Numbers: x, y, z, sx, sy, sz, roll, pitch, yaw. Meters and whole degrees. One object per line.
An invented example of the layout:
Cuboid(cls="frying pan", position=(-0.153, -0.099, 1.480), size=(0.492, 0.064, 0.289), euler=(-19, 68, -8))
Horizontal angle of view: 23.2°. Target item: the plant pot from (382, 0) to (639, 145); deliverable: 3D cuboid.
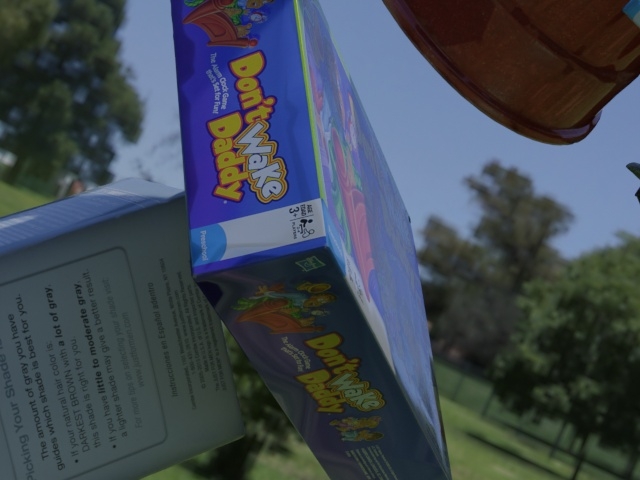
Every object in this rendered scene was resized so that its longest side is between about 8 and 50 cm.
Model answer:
Cuboid(cls="plant pot", position=(0.206, -0.252, 1.116), size=(0.272, 0.272, 0.265), euler=(30, -49, -29))

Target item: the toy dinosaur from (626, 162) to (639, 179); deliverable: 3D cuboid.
Cuboid(cls="toy dinosaur", position=(0.305, -0.070, 0.780), size=(0.314, 0.121, 0.160), euler=(6, -26, -13))

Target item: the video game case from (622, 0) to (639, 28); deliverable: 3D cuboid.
Cuboid(cls="video game case", position=(0.258, -0.085, 0.966), size=(0.166, 0.015, 0.119), euler=(47, 17, 12))

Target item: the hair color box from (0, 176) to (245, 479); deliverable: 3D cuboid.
Cuboid(cls="hair color box", position=(-0.250, 0.100, 1.030), size=(0.374, 0.185, 0.114), euler=(-19, 17, -28))

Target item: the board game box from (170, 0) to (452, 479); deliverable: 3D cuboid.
Cuboid(cls="board game box", position=(0.000, 0.000, 1.014), size=(0.078, 0.233, 0.347), euler=(-13, -32, 9))

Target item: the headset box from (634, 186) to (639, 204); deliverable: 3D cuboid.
Cuboid(cls="headset box", position=(0.515, 0.008, 1.633), size=(0.283, 0.131, 0.246), euler=(3, -46, 44))
